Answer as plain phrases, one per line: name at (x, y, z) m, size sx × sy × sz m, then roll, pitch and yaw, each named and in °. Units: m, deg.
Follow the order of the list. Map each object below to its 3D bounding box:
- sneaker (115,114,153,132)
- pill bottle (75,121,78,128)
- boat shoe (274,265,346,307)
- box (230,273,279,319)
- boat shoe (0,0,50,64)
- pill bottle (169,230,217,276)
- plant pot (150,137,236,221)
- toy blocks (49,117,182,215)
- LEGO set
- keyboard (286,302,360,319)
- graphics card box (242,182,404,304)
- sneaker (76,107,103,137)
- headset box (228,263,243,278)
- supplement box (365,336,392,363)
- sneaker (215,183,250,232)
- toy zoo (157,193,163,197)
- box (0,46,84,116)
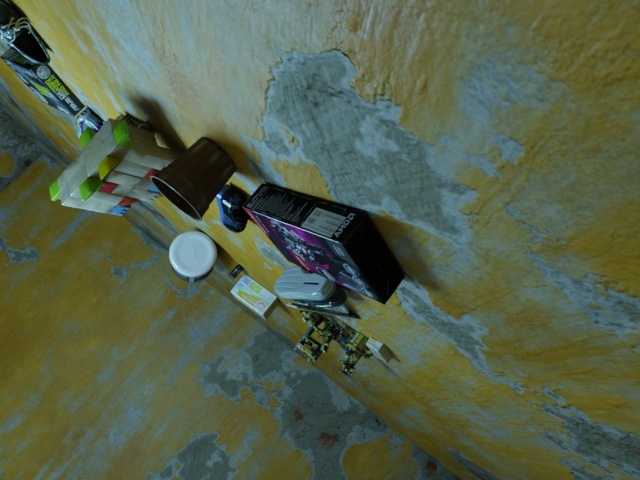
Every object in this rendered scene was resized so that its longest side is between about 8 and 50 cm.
sneaker at (-0.594, -0.337, 1.628) m, size 0.225 × 0.088 × 0.093 m, roll 6°, pitch 129°, yaw 47°
pill bottle at (-0.952, -0.460, 2.120) m, size 0.083 × 0.043 × 0.043 m, roll 18°, pitch 153°, yaw 48°
boat shoe at (-0.040, 0.167, 1.708) m, size 0.119 × 0.121 × 0.335 m, roll 45°, pitch 163°, yaw -23°
box at (-0.312, 0.273, 2.550) m, size 0.203 × 0.114 × 0.103 m, roll 33°, pitch 162°, yaw 16°
boat shoe at (-0.878, -0.602, 1.522) m, size 0.079 × 0.095 × 0.254 m, roll 33°, pitch 163°, yaw 23°
pill bottle at (-0.602, 0.087, 2.509) m, size 0.210 × 0.210 × 0.363 m, roll 40°, pitch 163°, yaw -4°
plant pot at (-0.317, -0.164, 1.366) m, size 0.167 × 0.165 × 0.167 m, roll 34°, pitch 162°, yaw 13°
toy blocks at (-0.572, -0.197, 1.567) m, size 0.261 × 0.381 × 0.191 m, roll 13°, pitch -132°, yaw -52°
LEGO set at (0.026, 0.410, 2.068) m, size 0.331 × 0.192 × 0.255 m, roll 35°, pitch 162°, yaw 13°
keyboard at (0.012, 0.238, 1.768) m, size 0.256 × 0.014 × 0.072 m, roll 15°, pitch 180°, yaw -31°
graphics card box at (0.000, 0.000, 1.256) m, size 0.371 × 0.094 × 0.233 m, roll 20°, pitch 154°, yaw 45°
sneaker at (-0.851, -0.408, 1.989) m, size 0.098 × 0.083 × 0.224 m, roll 37°, pitch 163°, yaw -11°
headset box at (-0.395, 0.146, 2.483) m, size 0.032 × 0.062 × 0.083 m, roll 42°, pitch 162°, yaw -7°
supplement box at (0.212, 0.398, 1.922) m, size 0.062 × 0.036 × 0.098 m, roll 20°, pitch 155°, yaw 45°
sneaker at (-0.249, -0.073, 1.597) m, size 0.090 × 0.081 × 0.232 m, roll 40°, pitch 163°, yaw 21°
toy zoo at (-0.621, -0.245, 1.801) m, size 0.293 × 0.030 × 0.192 m, roll 36°, pitch -153°, yaw 12°
box at (-1.001, -0.570, 1.912) m, size 0.270 × 0.060 × 0.216 m, roll 27°, pitch 159°, yaw 35°
